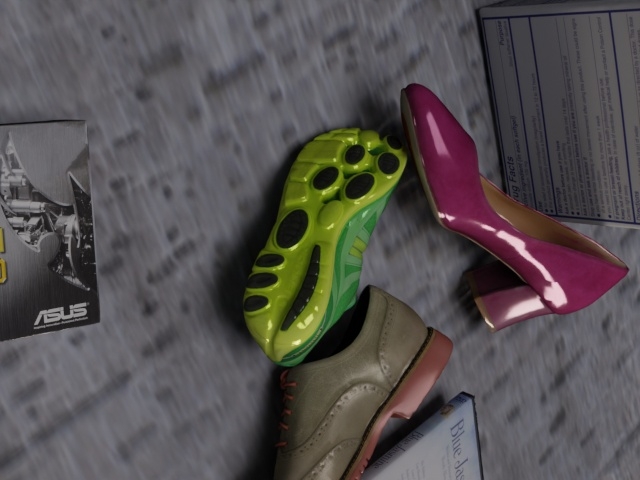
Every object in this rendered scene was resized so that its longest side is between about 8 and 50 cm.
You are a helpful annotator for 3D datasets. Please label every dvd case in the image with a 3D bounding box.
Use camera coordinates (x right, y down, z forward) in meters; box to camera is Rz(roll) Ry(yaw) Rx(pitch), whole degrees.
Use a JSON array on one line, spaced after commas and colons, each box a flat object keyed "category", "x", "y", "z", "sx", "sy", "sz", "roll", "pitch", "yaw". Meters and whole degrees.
[{"category": "dvd case", "x": 0.102, "y": 0.311, "z": 1.417, "sx": 0.253, "sy": 0.022, "sz": 0.180, "roll": -33, "pitch": 125, "yaw": -35}]

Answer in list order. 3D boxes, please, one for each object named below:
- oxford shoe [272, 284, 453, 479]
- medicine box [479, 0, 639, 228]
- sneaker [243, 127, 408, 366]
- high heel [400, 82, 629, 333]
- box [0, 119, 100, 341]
[{"category": "oxford shoe", "x": -0.009, "y": 0.199, "z": 1.288, "sx": 0.130, "sy": 0.123, "sz": 0.348, "roll": 43, "pitch": 66, "yaw": -7}, {"category": "medicine box", "x": 0.352, "y": -0.161, "z": 1.427, "sx": 0.149, "sy": 0.289, "sz": 0.263, "roll": -23, "pitch": 110, "yaw": -37}, {"category": "sneaker", "x": 0.000, "y": 0.000, "z": 1.273, "sx": 0.123, "sy": 0.109, "sz": 0.295, "roll": 92, "pitch": 24, "yaw": -56}, {"category": "high heel", "x": 0.217, "y": -0.054, "z": 1.381, "sx": 0.181, "sy": 0.127, "sz": 0.377, "roll": -23, "pitch": 133, "yaw": 9}, {"category": "box", "x": -0.298, "y": -0.003, "z": 1.019, "sx": 0.231, "sy": 0.056, "sz": 0.183, "roll": -9, "pitch": 101, "yaw": -41}]
